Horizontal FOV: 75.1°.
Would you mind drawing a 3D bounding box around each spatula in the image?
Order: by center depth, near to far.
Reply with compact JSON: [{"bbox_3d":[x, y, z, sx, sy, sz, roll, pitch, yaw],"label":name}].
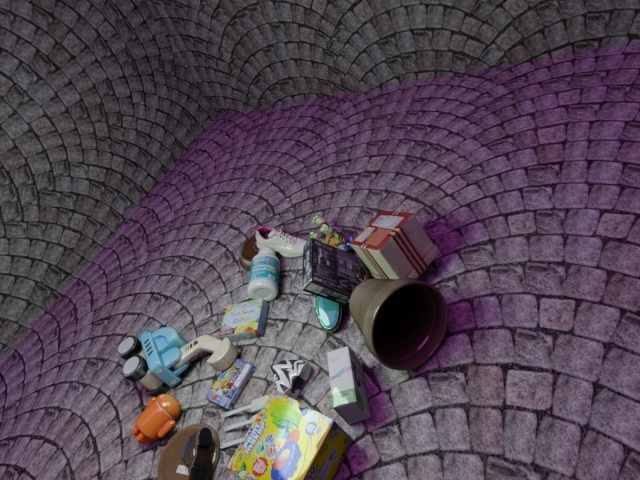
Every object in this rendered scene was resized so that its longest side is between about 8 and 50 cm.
[{"bbox_3d":[-0.294,0.697,1.578,0.242,0.019,0.168,-28,42,26],"label":"spatula"}]

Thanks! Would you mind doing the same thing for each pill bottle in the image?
[{"bbox_3d":[-0.275,0.162,2.059,0.146,0.146,0.264,-18,42,15],"label":"pill bottle"}]

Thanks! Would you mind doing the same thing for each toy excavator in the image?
[{"bbox_3d":[-0.640,0.508,1.886,0.445,0.222,0.433,-38,41,-11],"label":"toy excavator"}]

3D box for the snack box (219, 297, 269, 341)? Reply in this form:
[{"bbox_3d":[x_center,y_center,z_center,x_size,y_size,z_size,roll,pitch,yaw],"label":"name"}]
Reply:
[{"bbox_3d":[-0.355,0.374,1.953,0.207,0.070,0.175,-13,44,19],"label":"snack box"}]

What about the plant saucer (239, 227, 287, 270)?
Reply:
[{"bbox_3d":[-0.321,0.034,2.295,0.310,0.050,0.311,-17,42,15],"label":"plant saucer"}]

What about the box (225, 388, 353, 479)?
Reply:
[{"bbox_3d":[-0.098,0.705,1.378,0.279,0.177,0.290,10,55,39],"label":"box"}]

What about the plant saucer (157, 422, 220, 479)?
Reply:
[{"bbox_3d":[-0.515,0.841,1.604,0.277,0.041,0.278,-16,43,16],"label":"plant saucer"}]

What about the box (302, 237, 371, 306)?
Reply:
[{"bbox_3d":[0.073,0.144,1.751,0.076,0.307,0.243,-51,28,36],"label":"box"}]

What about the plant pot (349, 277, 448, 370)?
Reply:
[{"bbox_3d":[0.254,0.268,1.539,0.323,0.323,0.280,-41,24,-11],"label":"plant pot"}]

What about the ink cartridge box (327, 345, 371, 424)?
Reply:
[{"bbox_3d":[0.098,0.509,1.470,0.093,0.154,0.212,-22,41,11],"label":"ink cartridge box"}]

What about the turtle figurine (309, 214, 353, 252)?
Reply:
[{"bbox_3d":[0.000,0.000,2.017,0.274,0.198,0.266,-32,37,-6],"label":"turtle figurine"}]

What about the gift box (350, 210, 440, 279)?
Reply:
[{"bbox_3d":[0.312,0.036,1.750,0.255,0.258,0.276,-43,22,-11],"label":"gift box"}]

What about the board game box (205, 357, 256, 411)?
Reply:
[{"bbox_3d":[-0.379,0.602,1.764,0.136,0.035,0.201,7,54,37],"label":"board game box"}]

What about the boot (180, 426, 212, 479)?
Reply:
[{"bbox_3d":[-0.462,0.813,1.531,0.106,0.082,0.219,-31,39,35],"label":"boot"}]

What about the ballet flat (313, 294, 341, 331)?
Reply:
[{"bbox_3d":[0.023,0.232,1.815,0.123,0.123,0.349,-22,65,11],"label":"ballet flat"}]

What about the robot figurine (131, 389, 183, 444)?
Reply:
[{"bbox_3d":[-0.679,0.736,1.741,0.219,0.128,0.158,-47,11,-18],"label":"robot figurine"}]

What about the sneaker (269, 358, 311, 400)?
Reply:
[{"bbox_3d":[-0.158,0.559,1.628,0.153,0.094,0.235,8,55,40],"label":"sneaker"}]

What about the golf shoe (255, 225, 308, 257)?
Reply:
[{"bbox_3d":[-0.196,0.003,2.138,0.306,0.140,0.115,8,52,13],"label":"golf shoe"}]
